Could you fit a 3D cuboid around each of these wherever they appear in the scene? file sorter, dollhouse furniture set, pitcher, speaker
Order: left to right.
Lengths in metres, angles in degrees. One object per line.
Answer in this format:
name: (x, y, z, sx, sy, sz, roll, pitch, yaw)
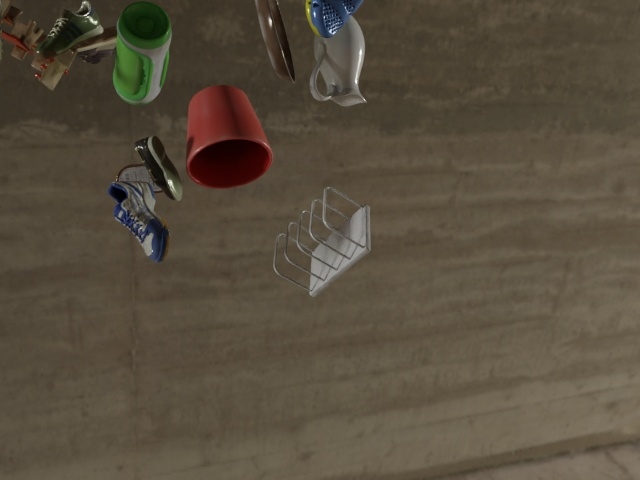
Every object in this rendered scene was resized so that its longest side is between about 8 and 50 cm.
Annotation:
dollhouse furniture set: (-0.809, -0.531, 1.978, 0.259, 0.135, 0.262, 29, 173, 11)
speaker: (-0.436, -0.447, 1.774, 0.131, 0.131, 0.296, -3, 162, -19)
file sorter: (0.000, 0.000, 2.244, 0.173, 0.278, 0.192, 29, -140, -24)
pitcher: (0.032, -0.435, 1.763, 0.126, 0.207, 0.178, -3, -176, 39)

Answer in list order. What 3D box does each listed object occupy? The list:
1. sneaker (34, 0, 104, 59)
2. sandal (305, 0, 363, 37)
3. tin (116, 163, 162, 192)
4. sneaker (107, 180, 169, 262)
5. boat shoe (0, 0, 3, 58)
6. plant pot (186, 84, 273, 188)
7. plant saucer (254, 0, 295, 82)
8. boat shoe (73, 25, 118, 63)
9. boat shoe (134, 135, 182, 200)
sneaker: (-0.602, -0.501, 1.717, 0.064, 0.086, 0.192, 19, -135, 32)
sandal: (0.083, -0.589, 1.627, 0.138, 0.317, 0.126, 26, 172, 34)
tin: (-0.593, -0.207, 2.463, 0.190, 0.106, 0.040, -7, -169, -4)
sneaker: (-0.532, -0.053, 2.106, 0.131, 0.112, 0.296, 5, -137, -41)
boat shoe: (-0.705, -0.394, 1.498, 0.109, 0.302, 0.094, -5, 157, 27)
plant pot: (-0.304, -0.335, 2.297, 0.275, 0.275, 0.243, -4, -119, -20)
plant saucer: (-0.135, -0.606, 2.124, 0.050, 0.310, 0.310, -14, -156, 7)
boat shoe: (-0.747, -0.623, 2.384, 0.285, 0.092, 0.103, -29, -132, -32)
boat shoe: (-0.490, -0.214, 2.219, 0.069, 0.227, 0.081, -9, -143, 15)
